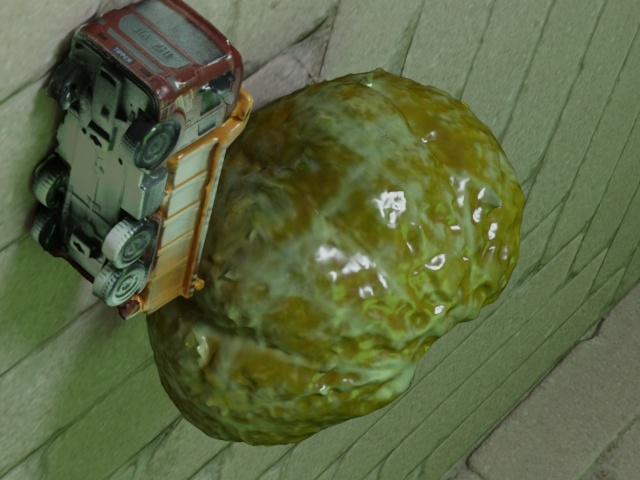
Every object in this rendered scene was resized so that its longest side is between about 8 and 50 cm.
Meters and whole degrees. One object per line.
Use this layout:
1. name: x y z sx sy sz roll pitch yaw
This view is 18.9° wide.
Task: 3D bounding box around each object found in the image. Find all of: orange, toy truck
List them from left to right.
1. toy truck: -0.134 -0.056 1.447 0.135 0.114 0.270 -35 154 -37
2. orange: 0.000 0.000 1.640 0.369 0.271 0.210 -47 151 -12
